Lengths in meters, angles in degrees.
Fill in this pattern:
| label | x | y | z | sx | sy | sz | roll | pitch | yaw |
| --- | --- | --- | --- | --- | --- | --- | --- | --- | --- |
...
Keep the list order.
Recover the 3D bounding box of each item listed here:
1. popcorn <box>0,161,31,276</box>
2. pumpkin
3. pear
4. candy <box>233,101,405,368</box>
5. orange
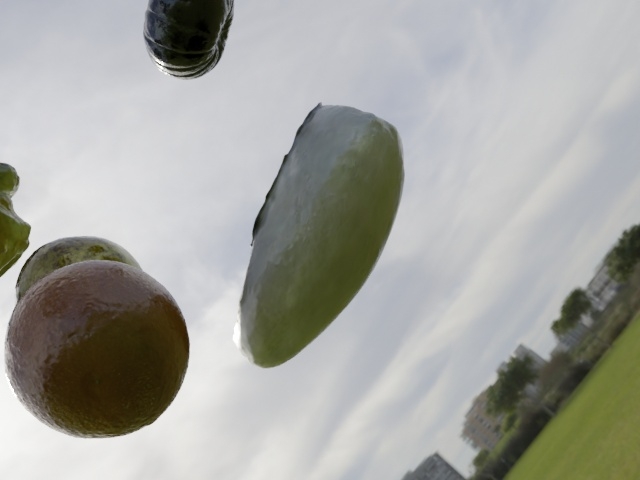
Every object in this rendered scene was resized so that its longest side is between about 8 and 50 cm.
| label | x | y | z | sx | sy | sz | roll | pitch | yaw |
| --- | --- | --- | --- | --- | --- | --- | --- | --- | --- |
| popcorn | -0.671 | -0.042 | 1.209 | 0.276 | 0.276 | 0.225 | -35 | -1 | -34 |
| pumpkin | -0.225 | -0.373 | 1.098 | 0.202 | 0.140 | 0.202 | -160 | 90 | -87 |
| pear | -0.361 | 0.078 | 0.980 | 0.197 | 0.197 | 0.197 | -41 | -25 | -23 |
| candy | 0.000 | 0.000 | 1.002 | 0.427 | 0.186 | 0.386 | -61 | -4 | -12 |
| orange | -0.240 | 0.114 | 0.708 | 0.206 | 0.206 | 0.206 | -41 | -25 | -23 |
